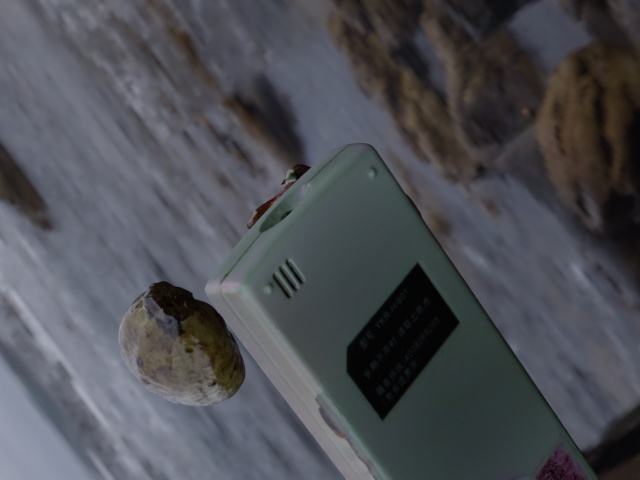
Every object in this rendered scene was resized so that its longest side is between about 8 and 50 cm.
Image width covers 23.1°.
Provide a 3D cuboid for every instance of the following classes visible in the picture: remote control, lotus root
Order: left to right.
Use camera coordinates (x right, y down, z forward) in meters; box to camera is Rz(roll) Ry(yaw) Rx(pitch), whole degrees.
[{"bbox_3d":[-0.133,0.118,1.566,0.110,0.097,0.258,12,163,14],"label":"lotus root"},{"bbox_3d":[0.071,0.111,0.995,0.050,0.145,0.344,-6,124,52],"label":"remote control"}]

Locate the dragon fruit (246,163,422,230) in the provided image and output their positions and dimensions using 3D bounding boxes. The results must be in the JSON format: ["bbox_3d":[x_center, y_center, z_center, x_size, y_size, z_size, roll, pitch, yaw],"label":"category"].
[{"bbox_3d":[0.009,0.020,1.892,0.198,0.269,0.200,-22,110,37],"label":"dragon fruit"}]
